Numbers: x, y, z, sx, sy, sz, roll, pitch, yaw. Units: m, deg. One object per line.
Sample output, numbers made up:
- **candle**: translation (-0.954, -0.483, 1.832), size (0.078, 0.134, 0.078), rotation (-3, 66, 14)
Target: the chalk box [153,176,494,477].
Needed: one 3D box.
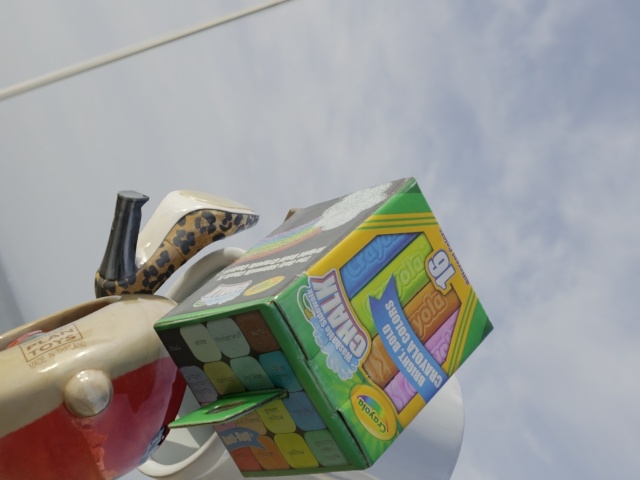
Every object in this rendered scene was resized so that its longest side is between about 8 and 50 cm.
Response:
- **chalk box**: translation (-0.011, 0.099, 1.038), size (0.180, 0.289, 0.179), rotation (-14, -70, 48)

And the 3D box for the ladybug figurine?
- **ladybug figurine**: translation (-0.276, 0.169, 1.211), size (0.161, 0.305, 0.449), rotation (69, -17, -5)

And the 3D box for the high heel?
- **high heel**: translation (-0.200, 0.026, 1.596), size (0.093, 0.261, 0.186), rotation (25, -74, 41)

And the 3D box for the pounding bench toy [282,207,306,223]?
- **pounding bench toy**: translation (0.000, 0.000, 1.426), size (0.052, 0.083, 0.065), rotation (120, -37, -51)

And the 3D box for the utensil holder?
- **utensil holder**: translation (-0.031, 0.232, 1.621), size (0.385, 0.327, 0.327), rotation (27, 8, -31)
